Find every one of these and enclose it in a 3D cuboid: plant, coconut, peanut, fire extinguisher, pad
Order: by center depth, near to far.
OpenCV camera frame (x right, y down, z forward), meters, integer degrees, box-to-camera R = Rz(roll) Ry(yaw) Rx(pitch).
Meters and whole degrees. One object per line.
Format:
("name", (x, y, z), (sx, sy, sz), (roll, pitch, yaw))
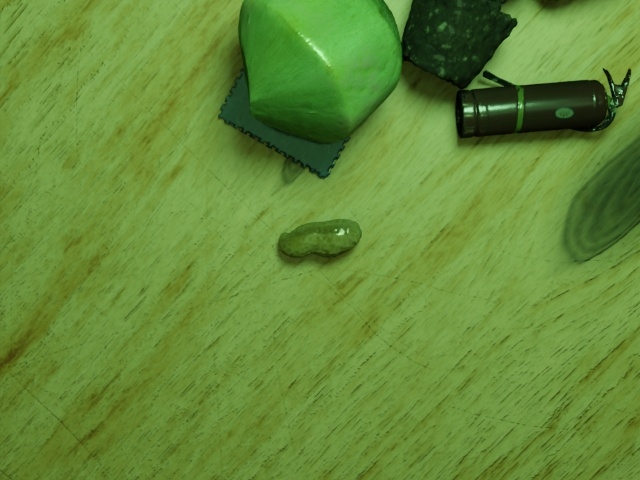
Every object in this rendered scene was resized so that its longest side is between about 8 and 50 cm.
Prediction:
("coconut", (-0.014, -0.332, 1.276), (0.328, 0.281, 0.329), (-12, 109, -36))
("plant", (0.278, -0.463, 1.318), (0.181, 0.194, 0.321), (16, 110, -37))
("fire extinguisher", (0.445, -0.278, 1.386), (0.341, 0.105, 0.142), (-5, 100, 3))
("pad", (-0.037, -0.303, 1.426), (0.268, 0.012, 0.270), (28, 97, -4))
("peanut", (0.000, 0.000, 1.439), (0.174, 0.080, 0.080), (-8, 98, 4))
